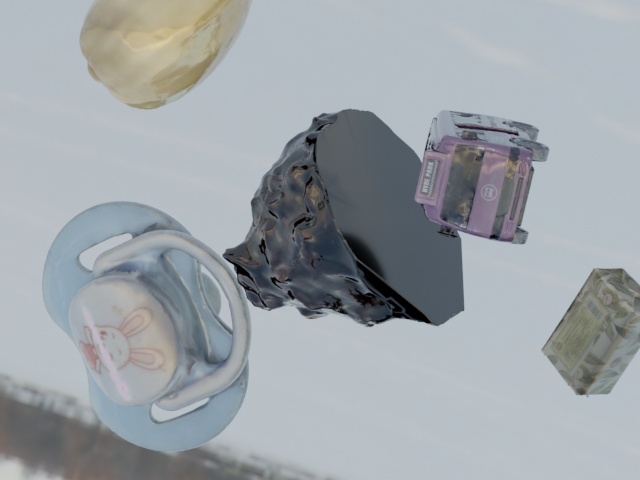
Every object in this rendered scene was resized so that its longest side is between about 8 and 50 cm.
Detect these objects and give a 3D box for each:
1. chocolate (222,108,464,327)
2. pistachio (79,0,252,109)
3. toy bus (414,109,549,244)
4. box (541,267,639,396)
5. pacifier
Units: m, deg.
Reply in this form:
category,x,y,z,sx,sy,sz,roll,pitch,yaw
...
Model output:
category,x,y,z,sx,sy,sz,roll,pitch,yaw
chocolate,0.000,0.000,1.540,0.177,0.206,0.224,-27,131,29
pistachio,-0.121,-0.195,1.398,0.145,0.200,0.117,4,131,46
toy bus,0.128,-0.055,1.331,0.098,0.087,0.178,13,-168,0
box,0.230,0.075,1.319,0.045,0.098,0.062,1,-139,-38
pacifier,-0.169,0.080,1.796,0.238,0.287,0.226,-27,-175,20
